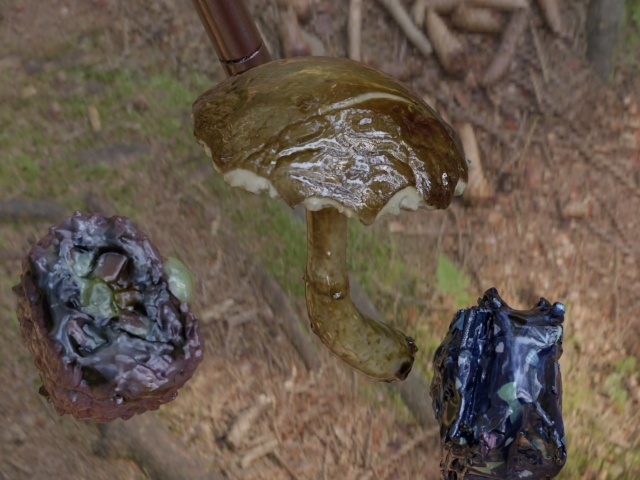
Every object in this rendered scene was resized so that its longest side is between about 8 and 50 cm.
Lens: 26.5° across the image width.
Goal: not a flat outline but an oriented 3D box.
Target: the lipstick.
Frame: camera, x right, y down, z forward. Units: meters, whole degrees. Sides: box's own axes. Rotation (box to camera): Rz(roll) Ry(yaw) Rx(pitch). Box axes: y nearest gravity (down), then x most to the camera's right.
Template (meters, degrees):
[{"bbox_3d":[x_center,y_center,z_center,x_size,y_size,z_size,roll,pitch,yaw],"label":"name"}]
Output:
[{"bbox_3d":[-0.074,-0.182,1.551,0.057,0.357,0.057,-15,40,13],"label":"lipstick"}]

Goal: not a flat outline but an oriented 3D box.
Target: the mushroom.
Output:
[{"bbox_3d":[0.015,-0.009,1.136,0.233,0.208,0.302,-11,91,-29],"label":"mushroom"}]

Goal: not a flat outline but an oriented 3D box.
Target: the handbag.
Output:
[{"bbox_3d":[0.150,0.138,1.168,0.113,0.260,0.162,6,70,3],"label":"handbag"}]

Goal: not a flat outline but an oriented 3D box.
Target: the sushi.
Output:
[{"bbox_3d":[-0.267,0.090,1.751,0.236,0.171,0.270,-18,74,-16],"label":"sushi"}]
